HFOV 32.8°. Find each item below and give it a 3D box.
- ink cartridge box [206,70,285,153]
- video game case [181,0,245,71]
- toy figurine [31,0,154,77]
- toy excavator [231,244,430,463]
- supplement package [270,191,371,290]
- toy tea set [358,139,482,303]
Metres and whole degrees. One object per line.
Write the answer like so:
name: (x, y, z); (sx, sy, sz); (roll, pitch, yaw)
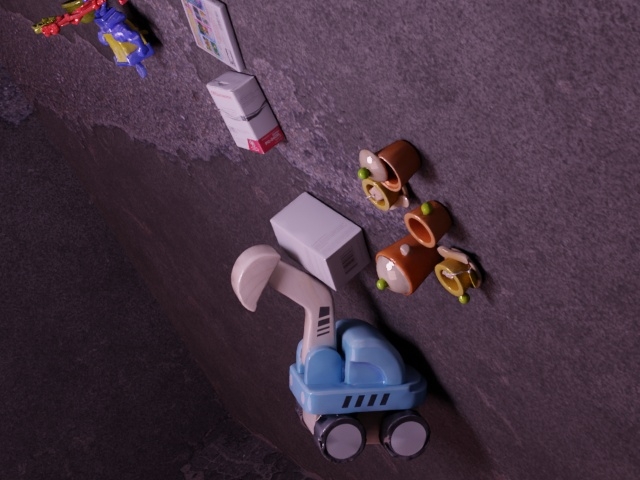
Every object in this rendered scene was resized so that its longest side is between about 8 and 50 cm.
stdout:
ink cartridge box: (-0.149, -0.257, 2.161); (0.109, 0.063, 0.150); (23, 146, 53)
video game case: (-0.212, -0.414, 2.092); (0.143, 0.019, 0.157); (37, 156, 36)
toy figurine: (-0.472, -0.436, 2.392); (0.217, 0.191, 0.362); (54, 162, -23)
toy excavator: (0.022, 0.228, 2.315); (0.222, 0.433, 0.445); (-139, 50, -70)
supplement package: (0.000, 0.000, 2.221); (0.179, 0.105, 0.105); (35, 157, 37)
toy tea set: (0.133, -0.019, 1.868); (0.200, 0.124, 0.336); (16, 141, 58)
